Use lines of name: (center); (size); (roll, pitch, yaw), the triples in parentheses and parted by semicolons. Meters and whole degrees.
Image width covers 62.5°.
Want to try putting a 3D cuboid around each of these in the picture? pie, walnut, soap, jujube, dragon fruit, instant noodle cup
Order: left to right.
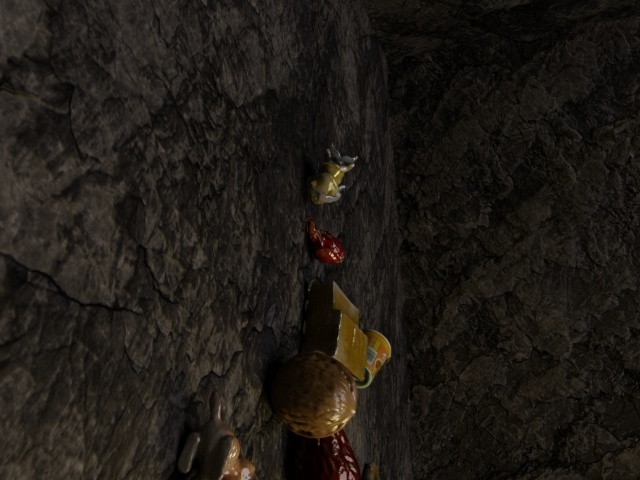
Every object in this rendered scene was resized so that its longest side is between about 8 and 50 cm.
walnut: (-0.012, 0.375, 1.277); (0.213, 0.213, 0.213); (-4, 90, -73)
dragon fruit: (0.000, 0.000, 1.647); (0.190, 0.094, 0.094); (50, 31, -23)
jujube: (0.011, 0.579, 1.375); (0.190, 0.190, 0.255); (28, 52, -71)
soap: (0.044, 0.283, 1.631); (0.281, 0.143, 0.259); (48, 37, -56)
instant noodle cup: (0.161, 0.447, 1.956); (0.185, 0.168, 0.168); (-48, 132, -57)
pie: (0.209, 0.995, 2.133); (0.218, 0.052, 0.185); (39, 44, -71)

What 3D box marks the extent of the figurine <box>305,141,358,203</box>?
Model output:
figurine: (0.027, -0.201, 1.670); (0.208, 0.128, 0.184); (-61, -177, 32)

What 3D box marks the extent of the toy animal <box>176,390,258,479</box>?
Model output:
toy animal: (-0.166, 0.382, 0.947); (0.185, 0.104, 0.184); (53, 37, -55)
